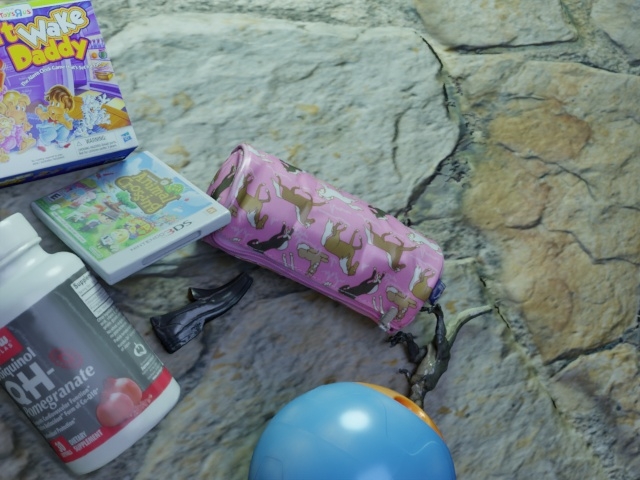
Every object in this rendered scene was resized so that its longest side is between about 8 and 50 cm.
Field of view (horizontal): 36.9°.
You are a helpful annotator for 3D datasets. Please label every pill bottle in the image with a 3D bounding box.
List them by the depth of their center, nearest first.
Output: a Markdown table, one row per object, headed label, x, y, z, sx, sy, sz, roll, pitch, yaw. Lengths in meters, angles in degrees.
| label | x | y | z | sx | sy | sz | roll | pitch | yaw |
| --- | --- | --- | --- | --- | --- | --- | --- | --- | --- |
| pill bottle | -0.341 | 0.127 | 1.237 | 0.176 | 0.176 | 0.318 | -41 | 99 | -28 |

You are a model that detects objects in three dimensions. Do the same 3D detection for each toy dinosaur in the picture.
| label | x | y | z | sx | sy | sz | roll | pitch | yaw |
| --- | --- | --- | --- | --- | --- | --- | --- | --- | --- |
| toy dinosaur | 0.182 | 0.171 | 1.567 | 0.118 | 0.064 | 0.268 | 52 | 60 | -25 |

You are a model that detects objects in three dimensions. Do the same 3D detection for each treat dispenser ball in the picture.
| label | x | y | z | sx | sy | sz | roll | pitch | yaw |
| --- | --- | --- | --- | --- | --- | --- | --- | --- | --- |
| treat dispenser ball | 0.044 | 0.339 | 1.327 | 0.288 | 0.288 | 0.288 | 6 | 77 | -26 |

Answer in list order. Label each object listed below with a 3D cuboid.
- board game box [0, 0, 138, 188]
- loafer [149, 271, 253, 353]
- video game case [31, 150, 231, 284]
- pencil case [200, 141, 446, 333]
| label | x | y | z | sx | sy | sz | roll | pitch | yaw |
| --- | --- | --- | --- | --- | --- | --- | --- | --- | --- |
| board game box | -0.452 | -0.189 | 1.303 | 0.347 | 0.078 | 0.233 | -18 | 88 | -29 |
| loafer | -0.171 | 0.092 | 1.401 | 0.170 | 0.062 | 0.061 | -39 | 93 | -30 |
| video game case | -0.262 | -0.039 | 1.318 | 0.193 | 0.212 | 0.023 | -29 | 135 | -29 |
| pencil case | 0.000 | 0.000 | 1.456 | 0.386 | 0.167 | 0.160 | 27 | 109 | -20 |
